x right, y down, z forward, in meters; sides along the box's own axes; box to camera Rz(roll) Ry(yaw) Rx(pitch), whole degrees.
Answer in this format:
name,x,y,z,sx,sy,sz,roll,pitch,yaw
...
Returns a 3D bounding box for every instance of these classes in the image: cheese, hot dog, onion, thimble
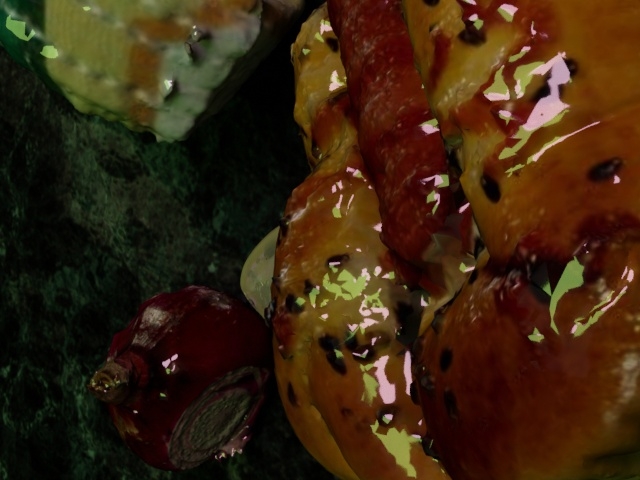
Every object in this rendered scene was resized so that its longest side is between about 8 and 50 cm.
name,x,y,z,sx,sy,sz,roll,pitch,yaw
cheese,0.000,0.000,0.838,0.097,0.037,0.192,49,121,23
hot dog,0.087,-0.016,0.579,0.367,0.196,0.366,151,118,-61
onion,-0.144,0.115,0.868,0.135,0.198,0.173,35,97,38
thimble,-0.155,-0.226,0.799,0.167,0.254,0.288,-48,68,33
